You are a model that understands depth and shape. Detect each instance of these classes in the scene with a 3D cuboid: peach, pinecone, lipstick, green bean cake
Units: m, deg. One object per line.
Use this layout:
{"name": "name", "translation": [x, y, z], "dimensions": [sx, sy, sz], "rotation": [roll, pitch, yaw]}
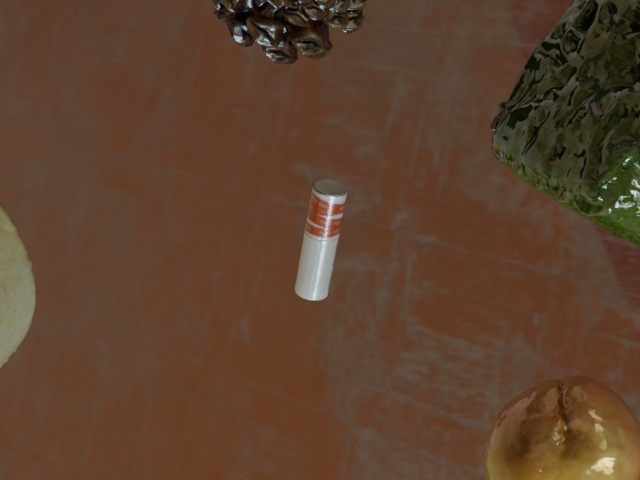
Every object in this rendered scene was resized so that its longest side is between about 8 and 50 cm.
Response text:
{"name": "peach", "translation": [0.265, 0.232, 1.567], "dimensions": [0.184, 0.184, 0.184], "rotation": [-6, 81, 43]}
{"name": "pinecone", "translation": [-0.043, -0.297, 1.685], "dimensions": [0.207, 0.207, 0.208], "rotation": [-6, 81, 43]}
{"name": "lipstick", "translation": [0.000, 0.000, 1.560], "dimensions": [0.038, 0.038, 0.131], "rotation": [37, 128, 39]}
{"name": "green bean cake", "translation": [0.299, -0.132, 1.331], "dimensions": [0.250, 0.156, 0.247], "rotation": [-59, 25, 8]}

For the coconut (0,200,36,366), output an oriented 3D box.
{"name": "coconut", "translation": [-0.437, 0.061, 1.388], "dimensions": [0.323, 0.323, 0.323], "rotation": [-6, 81, 43]}
